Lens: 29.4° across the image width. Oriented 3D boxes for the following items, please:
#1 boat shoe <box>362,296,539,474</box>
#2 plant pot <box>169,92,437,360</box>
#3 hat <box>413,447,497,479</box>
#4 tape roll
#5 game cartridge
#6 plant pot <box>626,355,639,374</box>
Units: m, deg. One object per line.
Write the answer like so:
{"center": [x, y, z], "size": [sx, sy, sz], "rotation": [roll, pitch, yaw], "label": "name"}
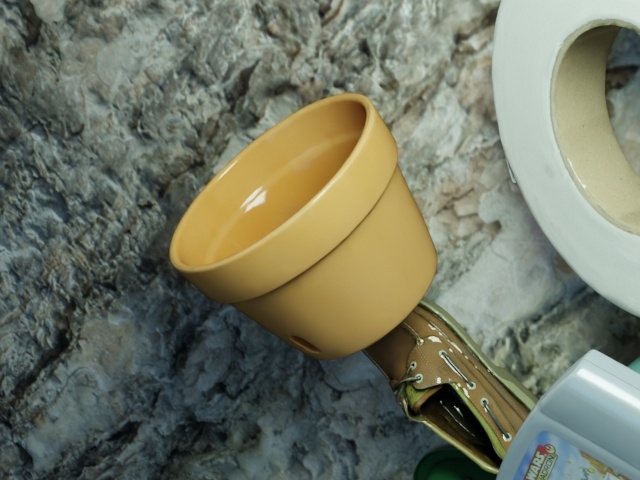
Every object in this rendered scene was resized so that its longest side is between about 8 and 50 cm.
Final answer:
{"center": [0.140, 0.167, 1.508], "size": [0.307, 0.104, 0.111], "rotation": [35, 133, 15], "label": "boat shoe"}
{"center": [0.000, 0.000, 1.410], "size": [0.290, 0.291, 0.203], "rotation": [-19, 121, 43], "label": "plant pot"}
{"center": [0.150, 0.392, 1.587], "size": [0.208, 0.183, 0.173], "rotation": [-25, 101, 44], "label": "hat"}
{"center": [0.302, -0.110, 1.123], "size": [0.392, 0.072, 0.392], "rotation": [46, 148, 41], "label": "tape roll"}
{"center": [0.269, 0.252, 1.173], "size": [0.198, 0.062, 0.297], "rotation": [26, 130, 17], "label": "game cartridge"}
{"center": [0.416, 0.219, 1.239], "size": [0.293, 0.235, 0.293], "rotation": [19, 126, 28], "label": "plant pot"}
